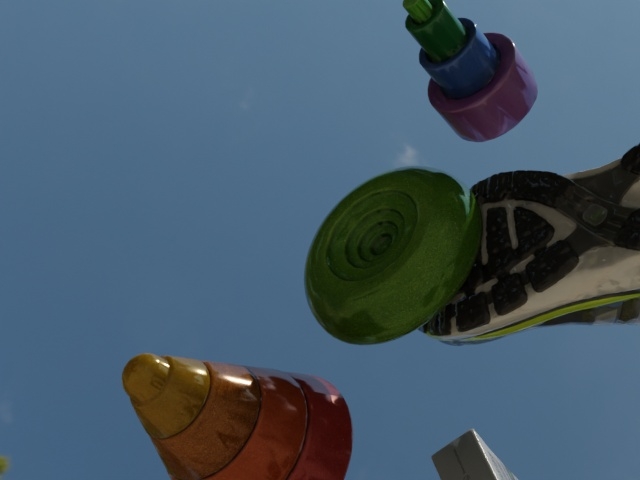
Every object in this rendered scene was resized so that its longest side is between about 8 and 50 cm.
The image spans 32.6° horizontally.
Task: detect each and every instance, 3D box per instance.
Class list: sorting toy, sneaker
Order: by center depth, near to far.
[{"bbox_3d":[0.177,0.017,0.635,0.300,0.121,0.111,-17,-131,47],"label":"sneaker"},{"bbox_3d":[0.000,0.000,0.649,0.127,0.126,0.366,17,-110,50],"label":"sorting toy"}]

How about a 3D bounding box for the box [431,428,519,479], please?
[{"bbox_3d":[0.153,0.227,0.712,0.038,0.186,0.145,-37,-146,10],"label":"box"}]
